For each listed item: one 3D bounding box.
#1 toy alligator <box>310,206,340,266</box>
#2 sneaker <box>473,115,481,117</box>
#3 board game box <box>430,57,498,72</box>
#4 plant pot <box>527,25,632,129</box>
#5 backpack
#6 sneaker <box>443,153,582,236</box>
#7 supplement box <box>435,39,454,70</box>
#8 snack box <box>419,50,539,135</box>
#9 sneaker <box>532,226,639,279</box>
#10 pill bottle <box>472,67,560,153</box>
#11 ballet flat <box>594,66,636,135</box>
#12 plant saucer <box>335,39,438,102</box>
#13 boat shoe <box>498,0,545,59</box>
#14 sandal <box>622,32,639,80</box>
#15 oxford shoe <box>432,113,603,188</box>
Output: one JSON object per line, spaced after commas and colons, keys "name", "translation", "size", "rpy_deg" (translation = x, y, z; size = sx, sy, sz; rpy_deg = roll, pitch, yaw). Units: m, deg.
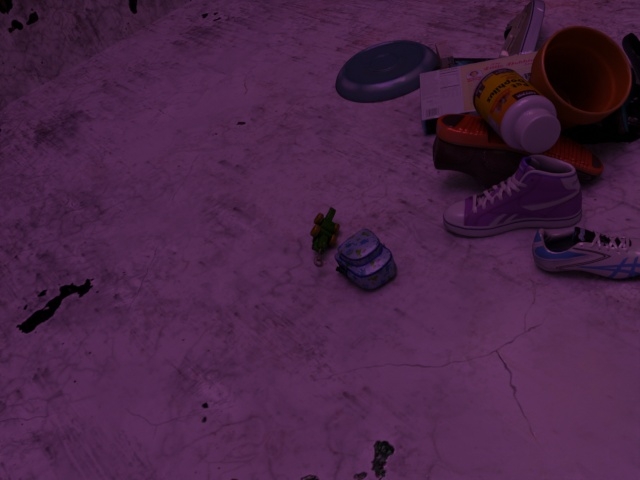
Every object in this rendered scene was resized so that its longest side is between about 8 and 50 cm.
{"name": "toy alligator", "translation": [0.000, 0.000, 1.587], "size": [0.051, 0.056, 0.190], "rpy_deg": [-46, 20, 42]}
{"name": "sneaker", "translation": [0.431, -0.260, 1.676], "size": [0.271, 0.100, 0.108], "rpy_deg": [-26, 53, -2]}
{"name": "board game box", "translation": [0.399, -0.465, 1.972], "size": [0.186, 0.026, 0.126], "rpy_deg": [11, 48, 33]}
{"name": "plant pot", "translation": [0.535, -0.330, 1.555], "size": [0.205, 0.188, 0.205], "rpy_deg": [3, 75, -10]}
{"name": "backpack", "translation": [0.094, 0.039, 1.469], "size": [0.105, 0.084, 0.114], "rpy_deg": [-35, 44, -14]}
{"name": "sneaker", "translation": [0.381, -0.103, 1.450], "size": [0.281, 0.161, 0.102], "rpy_deg": [-8, 42, 17]}
{"name": "supplement box", "translation": [0.346, -0.503, 1.968], "size": [0.036, 0.062, 0.098], "rpy_deg": [-12, 40, 8]}
{"name": "snack box", "translation": [0.417, -0.377, 1.815], "size": [0.321, 0.060, 0.187], "rpy_deg": [-8, 50, 16]}
{"name": "sneaker", "translation": [0.513, 0.017, 1.312], "size": [0.237, 0.086, 0.085], "rpy_deg": [1, 41, 22]}
{"name": "pill bottle", "translation": [0.404, -0.264, 1.460], "size": [0.117, 0.117, 0.215], "rpy_deg": [-21, 37, -1]}
{"name": "ballet flat", "translation": [0.666, -0.313, 1.636], "size": [0.096, 0.095, 0.280], "rpy_deg": [-7, 29, 32]}
{"name": "plant saucer", "translation": [0.192, -0.514, 2.109], "size": [0.317, 0.044, 0.318], "rpy_deg": [-13, 39, 11]}
{"name": "boat shoe", "translation": [0.554, -0.573, 1.955], "size": [0.094, 0.109, 0.302], "rpy_deg": [14, 50, 11]}
{"name": "sandal", "translation": [0.783, -0.406, 1.680], "size": [0.054, 0.097, 0.255], "rpy_deg": [-37, 38, 35]}
{"name": "oxford shoe", "translation": [0.427, -0.177, 1.562], "size": [0.363, 0.133, 0.130], "rpy_deg": [16, 35, 14]}
